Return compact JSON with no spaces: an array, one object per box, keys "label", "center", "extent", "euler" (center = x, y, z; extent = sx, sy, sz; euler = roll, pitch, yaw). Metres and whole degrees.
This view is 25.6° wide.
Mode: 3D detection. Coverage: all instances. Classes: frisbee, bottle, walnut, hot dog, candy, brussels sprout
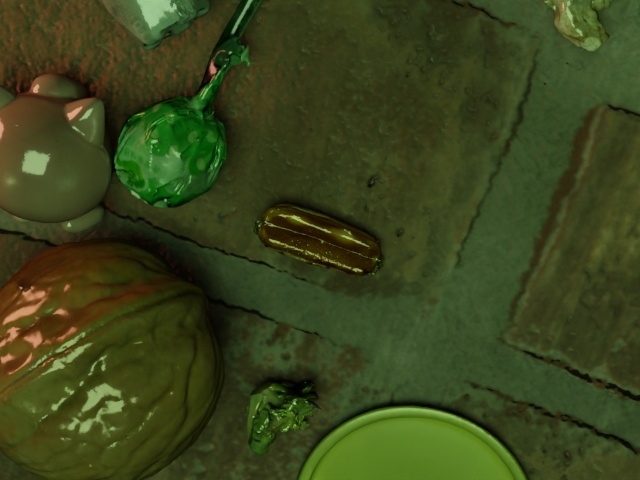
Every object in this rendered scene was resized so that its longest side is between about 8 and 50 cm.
[{"label":"frisbee","center":[0.088,0.263,1.349],"extent":[0.235,0.017,0.236],"euler":[3,109,8]},{"label":"bottle","center":[-0.190,-0.289,1.168],"extent":[0.083,0.083,0.270],"euler":[-30,96,17]},{"label":"walnut","center":[-0.193,0.107,1.240],"extent":[0.228,0.228,0.228],"euler":[3,109,8]},{"label":"hot dog","center":[0.000,0.000,1.264],"extent":[0.122,0.037,0.049],"euler":[21,99,-5]},{"label":"candy","center":[-0.074,-0.170,1.200],"extent":[0.097,0.097,0.323],"euler":[30,103,-2]},{"label":"brussels sprout","center":[-0.037,0.157,1.305],"extent":[0.085,0.085,0.058],"euler":[-27,89,16]}]

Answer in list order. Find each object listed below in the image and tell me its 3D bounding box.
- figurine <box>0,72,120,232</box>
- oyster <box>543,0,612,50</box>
[{"label":"figurine","center":[-0.239,-0.077,1.234],"extent":[0.125,0.125,0.138],"euler":[5,125,7]},{"label":"oyster","center":[0.210,-0.247,1.123],"extent":[0.163,0.081,0.191],"euler":[-19,109,10]}]
